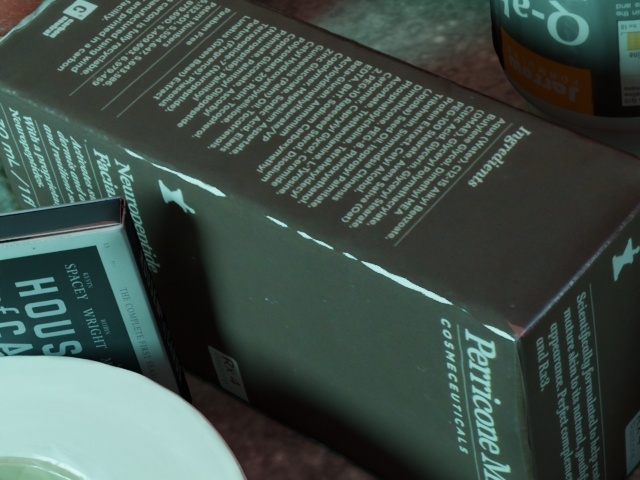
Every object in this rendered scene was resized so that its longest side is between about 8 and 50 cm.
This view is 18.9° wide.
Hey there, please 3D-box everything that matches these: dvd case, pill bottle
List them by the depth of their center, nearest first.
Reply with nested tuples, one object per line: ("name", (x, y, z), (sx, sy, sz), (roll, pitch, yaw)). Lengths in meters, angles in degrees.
("dvd case", (-0.203, 0.058, 1.043), (0.238, 0.179, 0.030), (-8, 49, 4))
("pill bottle", (0.176, -0.163, 1.114), (0.162, 0.278, 0.162), (-6, 45, 6))

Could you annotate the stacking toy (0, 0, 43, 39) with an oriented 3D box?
("stacking toy", (-0.226, -0.253, 1.097), (0.350, 0.480, 0.351), (0, 85, 4))

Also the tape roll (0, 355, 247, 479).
("tape roll", (-0.161, 0.193, 0.959), (0.286, 0.100, 0.286), (-6, 45, 6))

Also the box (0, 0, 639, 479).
("box", (0.000, 0.000, 1.055), (0.381, 0.191, 0.143), (24, 55, 32))
